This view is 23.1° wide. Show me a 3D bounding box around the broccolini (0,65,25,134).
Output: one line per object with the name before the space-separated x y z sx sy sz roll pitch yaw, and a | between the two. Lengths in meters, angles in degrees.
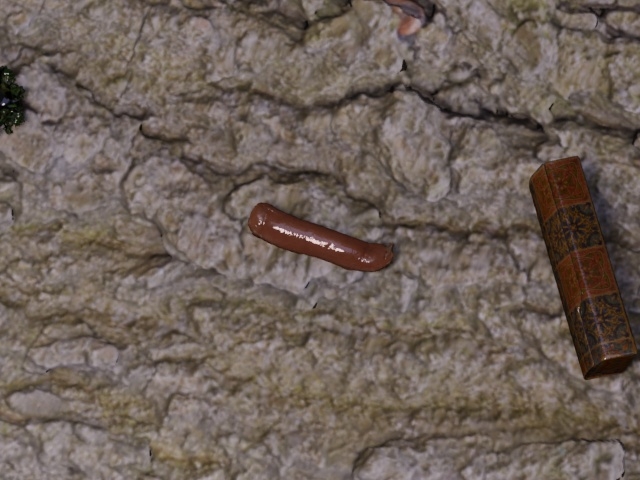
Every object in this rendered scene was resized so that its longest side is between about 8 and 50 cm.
broccolini | -0.363 -0.064 1.652 0.057 0.071 0.254 21 71 -39

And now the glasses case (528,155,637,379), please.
glasses case | 0.267 0.028 1.613 0.049 0.075 0.218 -12 71 -4

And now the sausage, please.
sausage | 0.000 0.000 1.633 0.158 0.036 0.042 17 104 4
